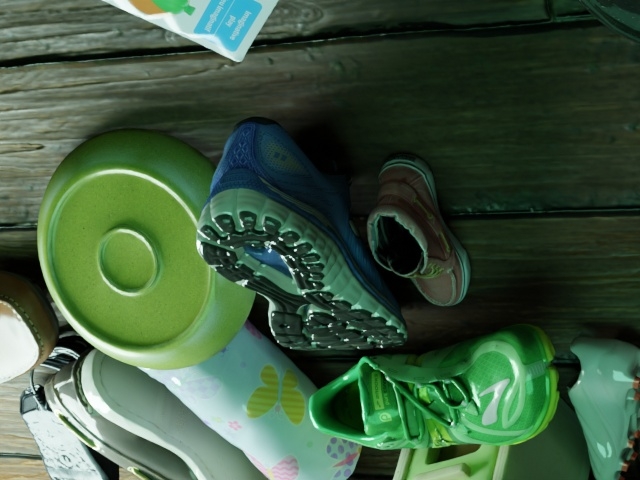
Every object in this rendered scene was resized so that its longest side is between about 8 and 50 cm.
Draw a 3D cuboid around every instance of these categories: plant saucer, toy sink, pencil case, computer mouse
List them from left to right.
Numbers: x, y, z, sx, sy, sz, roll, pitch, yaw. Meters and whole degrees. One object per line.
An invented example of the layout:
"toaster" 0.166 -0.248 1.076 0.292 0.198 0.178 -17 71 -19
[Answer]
"computer mouse" -0.274 0.208 1.571 0.184 0.060 0.262 -8 118 34
"plant saucer" -0.175 0.015 1.263 0.241 0.037 0.241 7 107 22
"pencil case" -0.077 0.163 1.401 0.273 0.113 0.124 45 151 -23
"toy sink" 0.158 0.261 1.315 0.153 0.234 0.131 -23 122 39

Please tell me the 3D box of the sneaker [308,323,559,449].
"sneaker" 0.102 0.152 1.249 0.123 0.109 0.295 -4 167 -41

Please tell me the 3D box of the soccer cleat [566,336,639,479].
"soccer cleat" 0.277 0.164 1.300 0.076 0.068 0.196 19 139 26

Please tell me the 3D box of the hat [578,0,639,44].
"hat" 0.279 -0.204 0.868 0.331 0.134 0.331 12 138 11

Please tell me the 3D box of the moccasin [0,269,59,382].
"moccasin" -0.446 0.120 1.474 0.380 0.147 0.139 -7 111 30

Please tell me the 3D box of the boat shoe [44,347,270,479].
"boat shoe" -0.163 0.227 1.481 0.097 0.116 0.324 -24 131 34

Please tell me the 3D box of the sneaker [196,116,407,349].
"sneaker" 0.000 0.000 1.200 0.130 0.147 0.330 -4 151 19

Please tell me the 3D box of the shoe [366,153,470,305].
"shoe" 0.086 0.013 1.204 0.063 0.081 0.178 -2 132 24

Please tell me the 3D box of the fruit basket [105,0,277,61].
"fruit basket" -0.157 -0.291 0.937 0.353 0.165 0.327 28 137 -11
